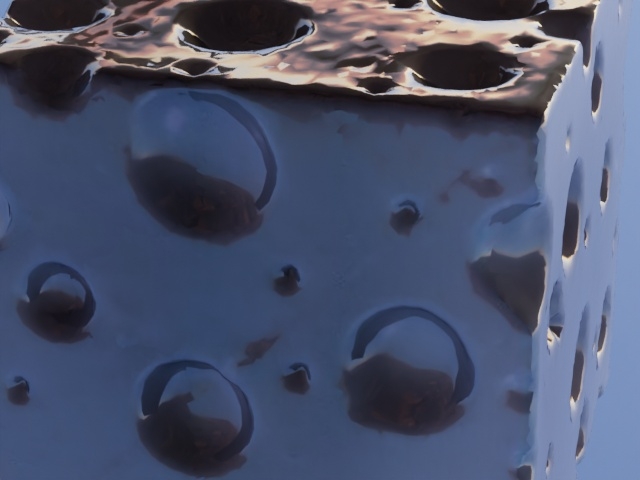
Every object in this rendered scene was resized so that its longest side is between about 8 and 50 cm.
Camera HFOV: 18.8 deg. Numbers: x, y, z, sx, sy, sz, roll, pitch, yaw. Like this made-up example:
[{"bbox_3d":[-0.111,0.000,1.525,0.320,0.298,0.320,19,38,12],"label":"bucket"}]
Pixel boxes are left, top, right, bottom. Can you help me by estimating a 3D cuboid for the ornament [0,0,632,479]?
[{"bbox_3d":[0.000,0.000,0.848,0.239,0.240,0.240,6,-154,14],"label":"ornament"}]
